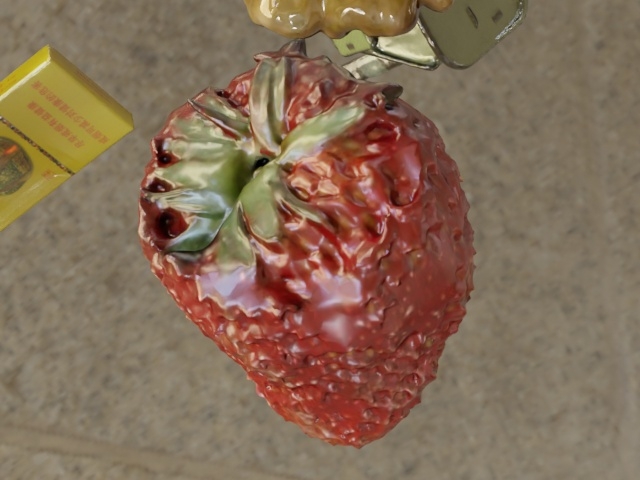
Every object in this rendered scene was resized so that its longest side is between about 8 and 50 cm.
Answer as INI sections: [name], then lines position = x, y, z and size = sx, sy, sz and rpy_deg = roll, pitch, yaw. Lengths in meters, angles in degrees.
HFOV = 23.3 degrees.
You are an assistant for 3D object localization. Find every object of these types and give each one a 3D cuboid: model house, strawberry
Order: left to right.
[strawberry]
position = -0.003, 0.003, 1.190
size = 0.257, 0.261, 0.261
rpy_deg = 44, 44, -46
[model house]
position = 0.051, -0.276, 1.764
size = 0.205, 0.278, 0.218
rpy_deg = -40, 106, -46

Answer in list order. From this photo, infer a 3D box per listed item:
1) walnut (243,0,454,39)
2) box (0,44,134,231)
[walnut]
position = 0.018, -0.147, 0.548
size = 0.170, 0.069, 0.143
rpy_deg = -17, 105, -2
[box]
position = -0.214, -0.061, 1.067
size = 0.087, 0.155, 0.023
rpy_deg = 40, 21, -42
